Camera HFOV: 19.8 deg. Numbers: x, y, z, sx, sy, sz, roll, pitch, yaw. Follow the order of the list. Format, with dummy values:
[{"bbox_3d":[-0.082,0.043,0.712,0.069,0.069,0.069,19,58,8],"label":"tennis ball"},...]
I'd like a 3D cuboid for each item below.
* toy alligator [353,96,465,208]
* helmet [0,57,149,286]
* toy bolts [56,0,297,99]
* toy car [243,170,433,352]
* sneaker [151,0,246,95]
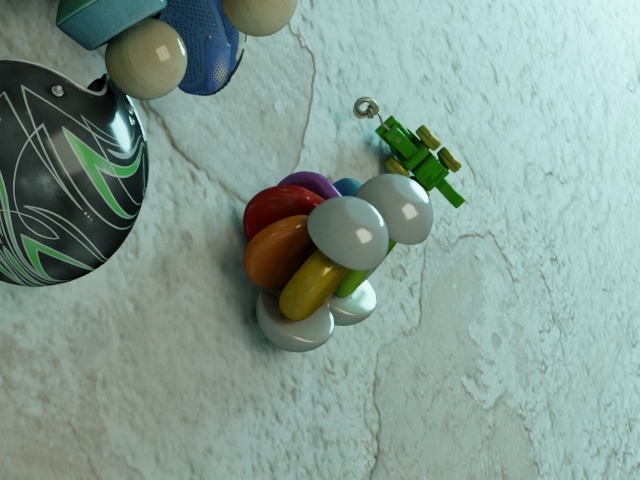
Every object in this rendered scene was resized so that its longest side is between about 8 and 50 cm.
[{"bbox_3d":[0.084,-0.097,1.844,0.189,0.056,0.051,42,7,-38],"label":"toy alligator"},{"bbox_3d":[-0.210,-0.050,1.332,0.161,0.169,0.169,-28,103,-70],"label":"helmet"},{"bbox_3d":[-0.089,-0.210,1.339,0.228,0.218,0.158,-34,99,-30],"label":"toy bolts"},{"bbox_3d":[0.000,0.000,1.642,0.136,0.159,0.182,43,35,14],"label":"toy car"},{"bbox_3d":[-0.190,-0.231,1.468,0.330,0.129,0.147,50,57,-27],"label":"sneaker"}]
